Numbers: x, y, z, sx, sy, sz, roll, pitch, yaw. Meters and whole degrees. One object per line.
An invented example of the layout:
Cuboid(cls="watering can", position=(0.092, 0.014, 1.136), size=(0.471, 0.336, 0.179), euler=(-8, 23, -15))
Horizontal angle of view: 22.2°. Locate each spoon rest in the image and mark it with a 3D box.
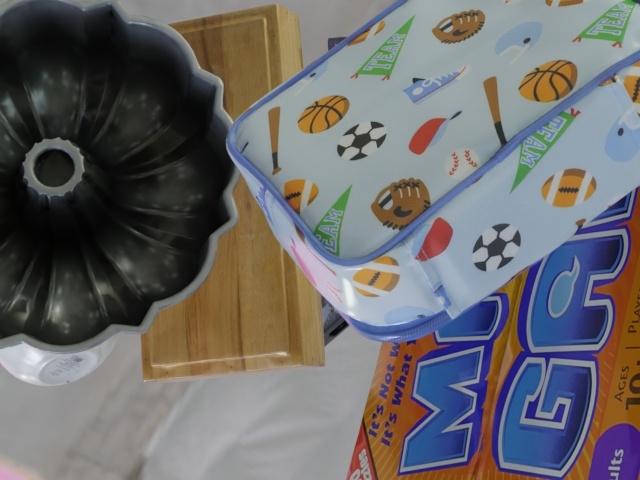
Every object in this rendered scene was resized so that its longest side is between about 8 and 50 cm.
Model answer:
Cuboid(cls="spoon rest", position=(-0.311, 0.085, 1.722), size=(0.137, 0.276, 0.084), euler=(-31, -117, 9))

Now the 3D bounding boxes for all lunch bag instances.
Cuboid(cls="lunch bag", position=(0.097, -0.086, 1.129), size=(0.303, 0.115, 0.243), euler=(-35, -140, -5))

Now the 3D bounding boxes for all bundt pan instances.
Cuboid(cls="bundt pan", position=(-0.232, -0.048, 1.459), size=(0.124, 0.331, 0.331), euler=(99, 14, -75))

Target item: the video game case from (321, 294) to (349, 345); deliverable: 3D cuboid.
Cuboid(cls="video game case", position=(0.000, 0.000, 2.428), size=(0.248, 0.035, 0.275), euler=(-42, -123, 20))

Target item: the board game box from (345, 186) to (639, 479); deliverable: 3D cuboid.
Cuboid(cls="board game box", position=(0.292, 0.101, 1.300), size=(0.356, 0.356, 0.356), euler=(-10, -119, 59))

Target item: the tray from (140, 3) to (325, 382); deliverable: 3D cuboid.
Cuboid(cls="tray", position=(-0.115, -0.051, 1.873), size=(0.203, 0.076, 0.411), euler=(-8, -99, 21))

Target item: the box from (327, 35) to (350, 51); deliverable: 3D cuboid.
Cuboid(cls="box", position=(0.111, -0.159, 2.273), size=(0.103, 0.184, 0.261), euler=(-51, 137, -80))
